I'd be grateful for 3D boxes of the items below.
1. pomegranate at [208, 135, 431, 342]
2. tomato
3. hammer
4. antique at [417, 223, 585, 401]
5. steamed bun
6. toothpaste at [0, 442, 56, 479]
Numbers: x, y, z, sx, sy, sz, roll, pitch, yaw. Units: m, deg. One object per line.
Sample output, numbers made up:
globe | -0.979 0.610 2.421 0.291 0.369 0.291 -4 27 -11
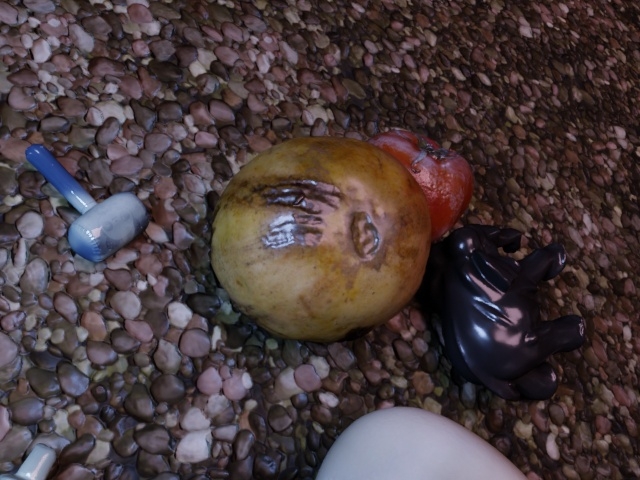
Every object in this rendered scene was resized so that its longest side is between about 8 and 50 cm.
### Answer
pomegranate | 0.000 0.000 1.002 0.322 0.322 0.322 15 58 -25
tomato | 0.147 -0.086 1.204 0.232 0.188 0.232 18 23 -8
hammer | -0.338 -0.064 0.963 0.194 0.069 0.116 45 51 2
antique | 0.313 0.117 1.202 0.255 0.185 0.322 9 64 -30
steamed bun | 0.148 0.347 0.872 0.324 0.324 0.206 44 71 -4
toothpaste | -0.381 0.386 0.690 0.099 0.061 0.392 34 55 -13
